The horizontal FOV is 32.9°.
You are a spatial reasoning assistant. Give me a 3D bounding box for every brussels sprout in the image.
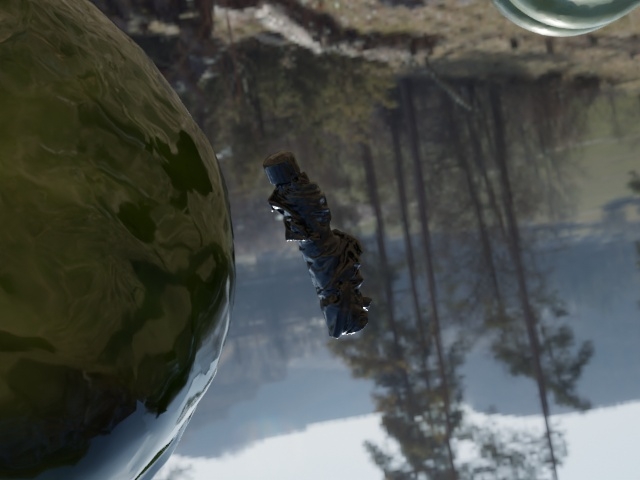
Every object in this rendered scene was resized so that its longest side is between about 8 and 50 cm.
[{"bbox_3d":[-0.204,0.026,0.487,0.276,0.314,0.371,-16,-161,37],"label":"brussels sprout"}]

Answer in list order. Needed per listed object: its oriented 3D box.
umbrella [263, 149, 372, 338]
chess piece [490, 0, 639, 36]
[{"bbox_3d":[0.002,-0.001,1.210,0.071,0.224,0.080,-21,-158,13],"label":"umbrella"},{"bbox_3d":[0.190,-0.208,0.690,0.145,0.144,0.251,-9,-172,-1],"label":"chess piece"}]
